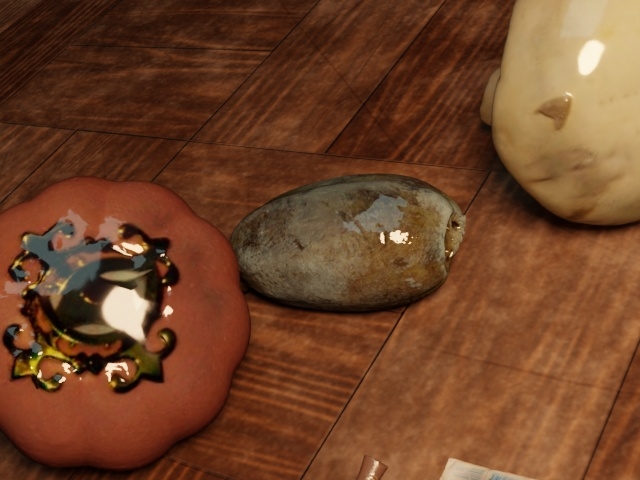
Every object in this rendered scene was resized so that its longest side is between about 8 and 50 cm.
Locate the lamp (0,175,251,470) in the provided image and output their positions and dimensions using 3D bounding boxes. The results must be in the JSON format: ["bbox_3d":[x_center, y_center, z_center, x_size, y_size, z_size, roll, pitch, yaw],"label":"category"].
[{"bbox_3d":[-0.224,0.086,0.997,0.306,0.239,0.305,1,78,-7],"label":"lamp"}]

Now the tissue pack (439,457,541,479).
[{"bbox_3d":[0.143,0.229,0.796,0.094,0.058,0.074,7,48,33],"label":"tissue pack"}]

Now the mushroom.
[{"bbox_3d":[0.304,-0.178,1.067,0.314,0.314,0.336,-31,18,-12],"label":"mushroom"}]

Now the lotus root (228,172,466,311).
[{"bbox_3d":[0.000,0.000,1.077,0.322,0.140,0.158,-5,41,24],"label":"lotus root"}]

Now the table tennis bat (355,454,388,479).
[{"bbox_3d":[0.017,0.276,0.845,0.108,0.119,0.169,24,77,13],"label":"table tennis bat"}]
